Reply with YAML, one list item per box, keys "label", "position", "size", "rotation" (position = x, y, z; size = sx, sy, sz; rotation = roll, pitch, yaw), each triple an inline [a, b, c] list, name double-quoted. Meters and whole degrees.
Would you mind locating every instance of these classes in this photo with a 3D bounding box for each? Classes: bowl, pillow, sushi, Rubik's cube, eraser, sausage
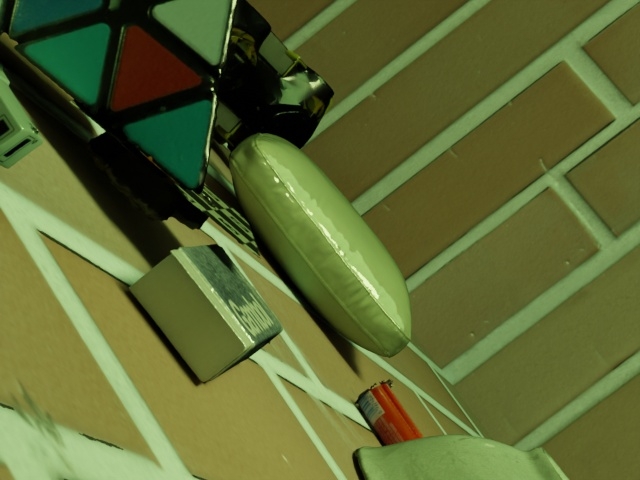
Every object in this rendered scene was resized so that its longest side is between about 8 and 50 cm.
- label: "bowl"
  position: [0.180, 0.277, 1.439]
  size: [0.313, 0.146, 0.313]
  rotation: [51, 4, -5]
- label: "pillow"
  position: [0.000, 0.000, 1.982]
  size: [0.322, 0.120, 0.255]
  rotation: [52, 4, -5]
- label: "sushi"
  position: [-0.137, -0.045, 1.285]
  size: [0.193, 0.040, 0.210]
  rotation: [40, 4, -8]
- label: "Rubik's cube"
  position: [-0.191, -0.208, 1.228]
  size: [0.234, 0.250, 0.284]
  rotation: [16, 18, -22]
- label: "eraser"
  position: [-0.082, 0.050, 1.152]
  size: [0.092, 0.046, 0.212]
  rotation: [52, 4, 3]
- label: "sausage"
  position: [0.094, 0.218, 1.674]
  size: [0.145, 0.050, 0.048]
  rotation: [54, -37, 31]

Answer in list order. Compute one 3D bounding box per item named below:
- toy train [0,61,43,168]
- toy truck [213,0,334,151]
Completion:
- label: "toy train"
  position: [-0.245, -0.138, 0.966]
  size: [0.207, 0.047, 0.043]
  rotation: [54, 3, 11]
- label: "toy truck"
  position: [-0.160, -0.271, 2.195]
  size: [0.254, 0.180, 0.405]
  rotation: [46, 3, 36]
